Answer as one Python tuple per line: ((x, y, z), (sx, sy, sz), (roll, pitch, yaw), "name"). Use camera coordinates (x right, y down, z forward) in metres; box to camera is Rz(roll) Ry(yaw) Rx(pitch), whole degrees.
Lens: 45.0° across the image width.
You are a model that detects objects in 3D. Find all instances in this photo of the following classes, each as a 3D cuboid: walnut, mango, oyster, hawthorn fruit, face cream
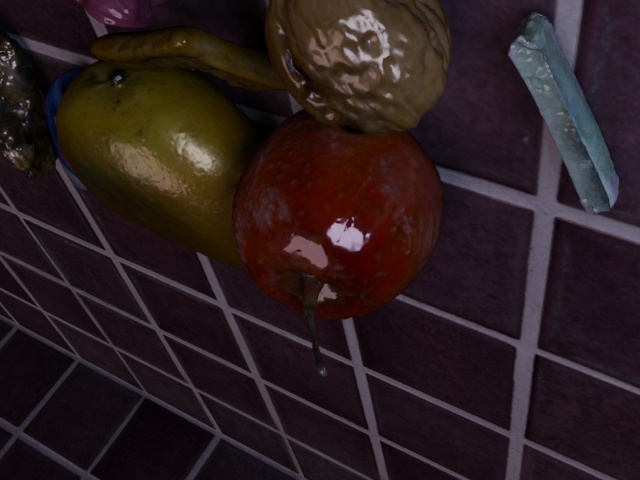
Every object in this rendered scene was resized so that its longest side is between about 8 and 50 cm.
((0.030, -0.181, 0.690), (0.184, 0.155, 0.155), (41, 152, -22), "walnut")
((-0.175, -0.086, 1.011), (0.365, 0.182, 0.253), (44, 150, -15), "mango")
((-0.488, -0.242, 1.173), (0.078, 0.129, 0.345), (-2, 130, 22), "oyster")
((0.009, -0.032, 0.845), (0.235, 0.263, 0.231), (25, 107, 27), "hawthorn fruit")
((-0.362, -0.157, 1.209), (0.149, 0.083, 0.264), (38, 153, 3), "face cream")

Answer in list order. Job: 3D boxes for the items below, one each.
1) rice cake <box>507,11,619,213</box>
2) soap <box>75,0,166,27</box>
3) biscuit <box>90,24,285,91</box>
((0.221, -0.110, 0.696), (0.034, 0.043, 0.211), (-3, 135, 43), "rice cake")
((-0.205, -0.367, 0.670), (0.233, 0.128, 0.359), (37, 152, -2), "soap")
((-0.135, -0.198, 0.860), (0.183, 0.039, 0.174), (7, 180, -45), "biscuit")
